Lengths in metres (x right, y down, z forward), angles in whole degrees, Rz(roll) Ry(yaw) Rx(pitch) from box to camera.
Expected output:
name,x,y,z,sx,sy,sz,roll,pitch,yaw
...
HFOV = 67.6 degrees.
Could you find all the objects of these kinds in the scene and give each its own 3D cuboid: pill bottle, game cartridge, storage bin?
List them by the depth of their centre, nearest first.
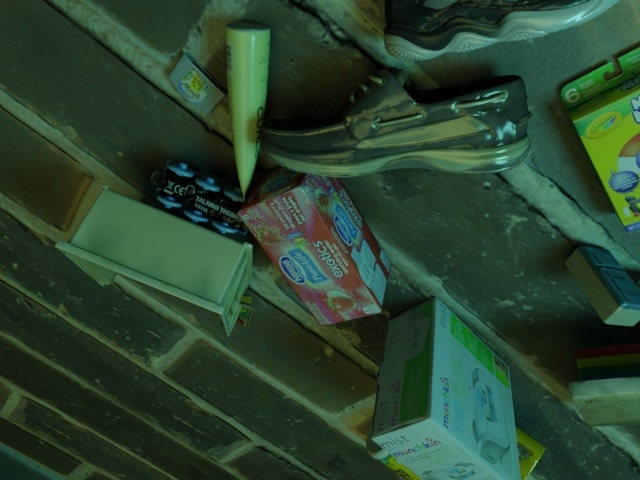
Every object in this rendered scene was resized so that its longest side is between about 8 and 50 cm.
name,x,y,z,sx,sy,sz,roll,pitch,yaw
game cartridge,-0.188,-0.235,0.726,0.083,0.017,0.056,43,130,-17
storage bin,-0.262,0.050,0.837,0.262,0.123,0.260,22,158,0
pill bottle,0.216,0.482,1.084,0.208,0.117,0.117,37,128,-13

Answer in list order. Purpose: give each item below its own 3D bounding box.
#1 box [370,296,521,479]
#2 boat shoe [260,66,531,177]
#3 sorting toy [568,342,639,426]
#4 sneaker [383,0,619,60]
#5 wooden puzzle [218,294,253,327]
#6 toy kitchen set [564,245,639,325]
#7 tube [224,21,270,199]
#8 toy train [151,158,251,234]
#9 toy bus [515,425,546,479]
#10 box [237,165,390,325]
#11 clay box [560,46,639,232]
name,x,y,z,sx,sy,sz,roll,pitch,yaw
box,0.218,0.276,0.835,0.231,0.262,0.127,44,125,-16
boat shoe,0.094,-0.165,0.639,0.356,0.132,0.130,-1,117,6
sorting toy,0.545,0.223,0.761,0.256,0.089,0.257,-15,145,27
sneaker,0.185,-0.297,0.510,0.269,0.101,0.153,-5,127,23
wooden puzzle,-0.182,0.154,1.020,0.079,0.014,0.116,15,129,5
toy kitchen set,0.506,0.030,0.680,0.207,0.122,0.166,8,131,-15
tube,-0.106,-0.186,0.700,0.062,0.070,0.240,30,130,31
toy train,-0.183,-0.071,0.789,0.184,0.105,0.080,24,101,2
toy bus,0.357,0.398,0.986,0.202,0.191,0.104,40,84,-15
box,0.000,0.000,0.775,0.123,0.128,0.256,-19,119,28
clay box,0.411,-0.125,0.606,0.127,0.053,0.222,-27,116,31
